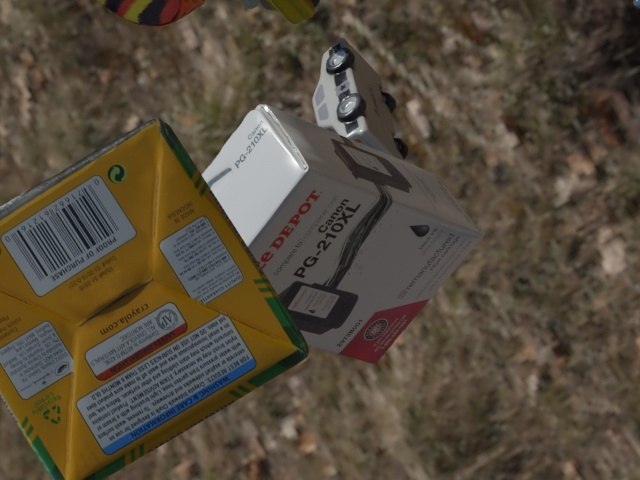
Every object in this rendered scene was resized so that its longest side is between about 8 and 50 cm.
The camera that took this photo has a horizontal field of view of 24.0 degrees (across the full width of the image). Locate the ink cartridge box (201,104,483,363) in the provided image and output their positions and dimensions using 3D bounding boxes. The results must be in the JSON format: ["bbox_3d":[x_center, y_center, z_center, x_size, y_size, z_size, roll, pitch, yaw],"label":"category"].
[{"bbox_3d":[0.000,0.000,1.345,0.237,0.172,0.100,19,-153,-43],"label":"ink cartridge box"}]

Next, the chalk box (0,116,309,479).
[{"bbox_3d":[-0.130,0.049,1.053,0.179,0.180,0.289,58,177,2],"label":"chalk box"}]

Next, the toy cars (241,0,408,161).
[{"bbox_3d":[-0.018,-0.229,1.745,0.393,0.087,0.176,61,-161,11],"label":"toy cars"}]

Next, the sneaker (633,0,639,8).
[{"bbox_3d":[0.206,-0.164,0.812,0.058,0.135,0.052,21,140,-4],"label":"sneaker"}]

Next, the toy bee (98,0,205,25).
[{"bbox_3d":[-0.144,-0.301,1.003,0.195,0.162,0.298,2,-81,-76],"label":"toy bee"}]
